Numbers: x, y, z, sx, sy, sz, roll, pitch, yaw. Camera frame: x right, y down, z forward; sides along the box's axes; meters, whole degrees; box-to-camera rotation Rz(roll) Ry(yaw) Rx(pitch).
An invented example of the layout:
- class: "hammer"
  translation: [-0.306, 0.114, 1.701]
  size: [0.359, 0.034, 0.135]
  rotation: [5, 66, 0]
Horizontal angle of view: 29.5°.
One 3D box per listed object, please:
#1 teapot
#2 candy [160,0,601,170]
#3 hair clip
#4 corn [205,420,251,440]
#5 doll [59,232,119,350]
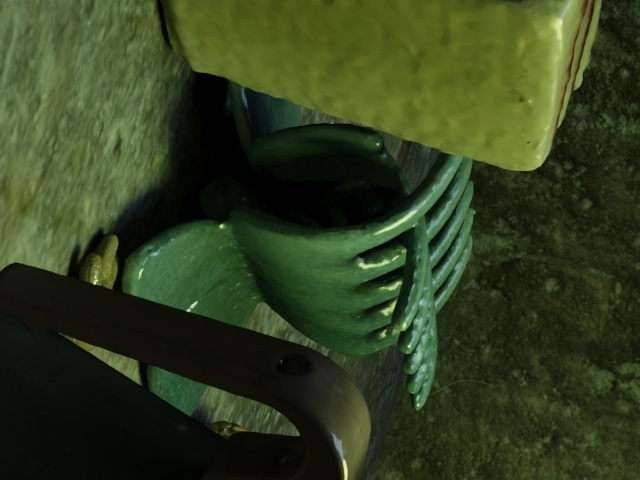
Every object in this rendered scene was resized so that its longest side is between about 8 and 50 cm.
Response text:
- class: "teapot"
  translation: [-0.106, 0.153, 0.599]
  size: [0.253, 0.344, 0.300]
  rotation: [-59, 159, -54]
- class: "candy"
  translation: [0.039, -0.183, 0.883]
  size: [0.179, 0.321, 0.135]
  rotation: [92, 22, -57]
- class: "hair clip"
  translation: [0.000, 0.000, 1.079]
  size: [0.318, 0.239, 0.392]
  rotation: [77, 31, -65]
- class: "corn"
  translation: [-0.087, 0.269, 1.332]
  size: [0.291, 0.101, 0.101]
  rotation: [79, 29, -64]
- class: "doll"
  translation: [-0.171, 0.038, 0.897]
  size: [0.061, 0.051, 0.093]
  rotation: [87, -7, -50]
